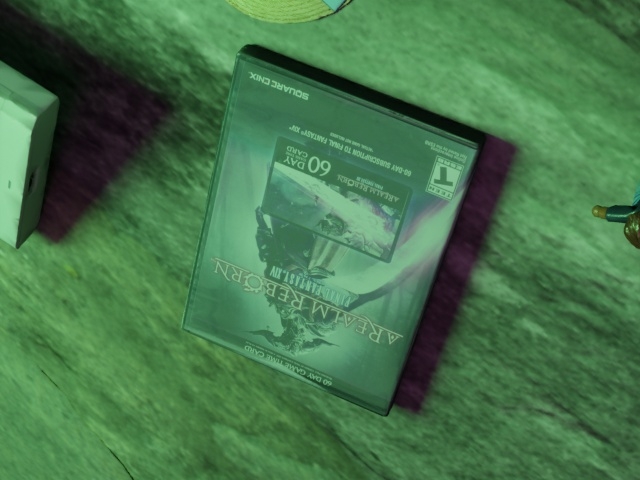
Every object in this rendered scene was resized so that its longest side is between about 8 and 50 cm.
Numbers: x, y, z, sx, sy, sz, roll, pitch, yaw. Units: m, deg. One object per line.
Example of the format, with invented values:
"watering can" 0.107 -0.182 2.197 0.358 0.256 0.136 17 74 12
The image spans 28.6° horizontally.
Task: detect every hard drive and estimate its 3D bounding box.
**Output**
"hard drive" -0.361 -0.132 1.032 0.308 0.040 0.203 32 146 2

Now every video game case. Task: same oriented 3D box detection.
"video game case" 0.000 0.000 0.999 0.196 0.026 0.274 22 124 10

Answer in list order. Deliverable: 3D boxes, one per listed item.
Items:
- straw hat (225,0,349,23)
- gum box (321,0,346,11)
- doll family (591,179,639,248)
"straw hat" -0.040 -0.205 0.872 0.145 0.061 0.144 11 123 17
"gum box" 0.075 -0.234 0.746 0.041 0.157 0.184 42 126 -6
"doll family" 0.276 -0.023 0.811 0.193 0.111 0.076 -17 111 31
